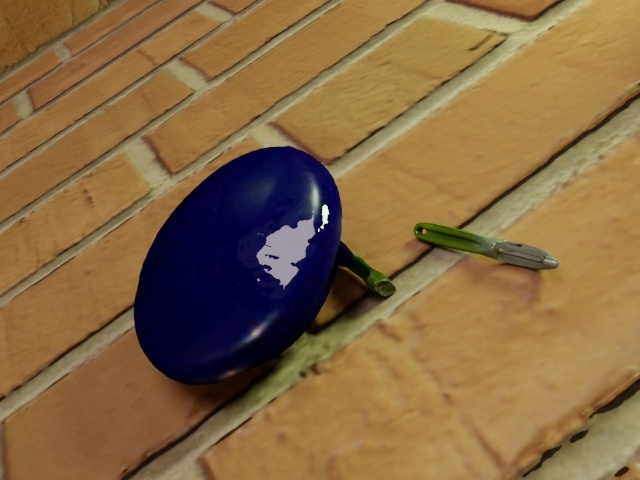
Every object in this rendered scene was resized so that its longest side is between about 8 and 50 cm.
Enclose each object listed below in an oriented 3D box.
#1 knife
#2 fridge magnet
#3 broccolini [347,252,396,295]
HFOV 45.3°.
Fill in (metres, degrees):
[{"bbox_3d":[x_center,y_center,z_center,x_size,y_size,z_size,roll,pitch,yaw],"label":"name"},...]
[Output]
[{"bbox_3d":[0.154,0.005,0.727,0.184,0.026,0.022,17,86,52],"label":"knife"},{"bbox_3d":[-0.084,0.023,0.781,0.265,0.112,0.266,-24,46,27],"label":"fridge magnet"},{"bbox_3d":[-0.007,-0.001,0.838,0.254,0.057,0.072,30,109,57],"label":"broccolini"}]
